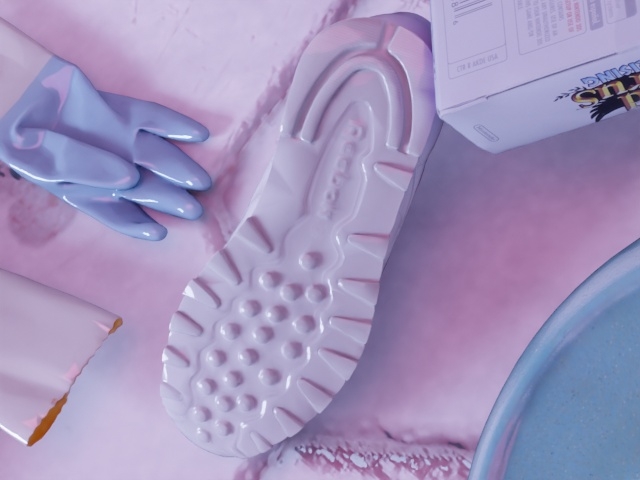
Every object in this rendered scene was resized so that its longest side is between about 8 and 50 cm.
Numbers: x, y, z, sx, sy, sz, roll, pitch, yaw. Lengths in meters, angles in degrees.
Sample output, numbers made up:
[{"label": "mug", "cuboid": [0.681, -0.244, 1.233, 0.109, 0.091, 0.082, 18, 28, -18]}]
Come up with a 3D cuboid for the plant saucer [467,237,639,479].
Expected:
[{"label": "plant saucer", "cuboid": [0.168, 0.123, 0.661, 0.317, 0.044, 0.317, -18, 63, 39]}]

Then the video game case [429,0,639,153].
[{"label": "video game case", "cuboid": [0.160, -0.197, 0.744, 0.244, 0.061, 0.269, -17, 63, 32]}]

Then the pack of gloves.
[{"label": "pack of gloves", "cuboid": [-0.177, -0.015, 0.934, 0.232, 0.046, 0.195, 29, 73, 26]}]

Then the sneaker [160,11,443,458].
[{"label": "sneaker", "cuboid": [0.000, 0.000, 0.822, 0.090, 0.095, 0.235, 29, 105, 3]}]
